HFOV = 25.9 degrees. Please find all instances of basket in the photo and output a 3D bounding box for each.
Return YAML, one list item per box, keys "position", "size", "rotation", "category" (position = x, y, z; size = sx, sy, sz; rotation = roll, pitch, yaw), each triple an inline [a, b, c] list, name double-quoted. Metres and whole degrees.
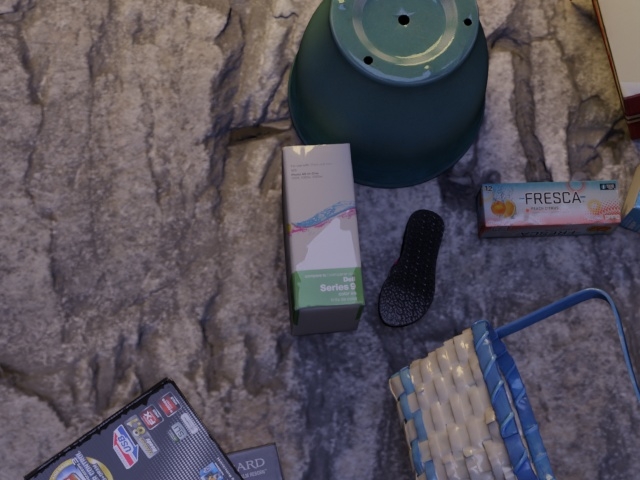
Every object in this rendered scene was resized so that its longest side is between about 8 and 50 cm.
- position: [0.245, 0.208, 1.666]
  size: [0.289, 0.201, 0.255]
  rotation: [-21, 57, 17]
  category: "basket"

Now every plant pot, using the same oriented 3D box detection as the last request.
- position: [0.096, -0.233, 1.780]
  size: [0.271, 0.255, 0.272]
  rotation: [1, 75, -2]
  category: "plant pot"

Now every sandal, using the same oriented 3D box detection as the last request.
- position: [0.121, 0.042, 1.818]
  size: [0.067, 0.040, 0.179]
  rotation: [21, 60, -2]
  category: "sandal"

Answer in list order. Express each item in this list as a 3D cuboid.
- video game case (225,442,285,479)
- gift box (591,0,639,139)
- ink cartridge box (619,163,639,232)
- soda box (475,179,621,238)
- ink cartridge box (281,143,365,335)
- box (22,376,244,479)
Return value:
- position: [-0.119, 0.403, 1.707]
  size: [0.196, 0.026, 0.274]
  rotation: [-12, 74, -6]
  category: "video game case"
- position: [0.467, -0.295, 1.823]
  size: [0.255, 0.276, 0.258]
  rotation: [-13, 78, 7]
  category: "gift box"
- position: [0.481, -0.046, 1.827]
  size: [0.143, 0.090, 0.092]
  rotation: [21, 74, 3]
  category: "ink cartridge box"
- position: [0.299, -0.041, 1.834]
  size: [0.183, 0.058, 0.063]
  rotation: [-1, 74, -4]
  category: "soda box"
- position: [0.000, 0.000, 1.760]
  size: [0.093, 0.154, 0.212]
  rotation: [-5, 74, -4]
  category: "ink cartridge box"
- position: [-0.193, 0.335, 1.679]
  size: [0.216, 0.060, 0.270]
  rotation: [-34, 78, -11]
  category: "box"
